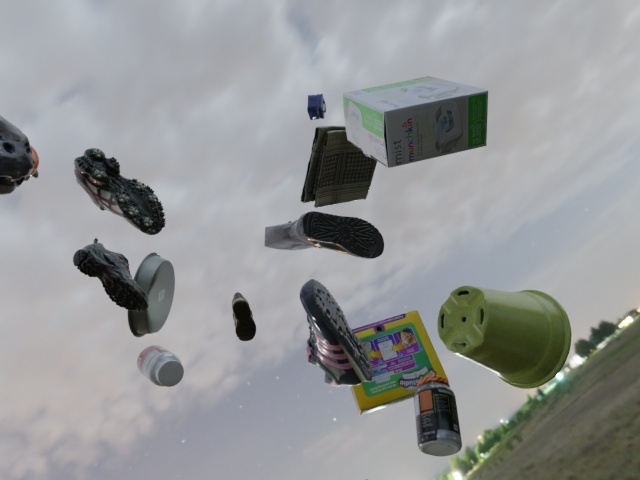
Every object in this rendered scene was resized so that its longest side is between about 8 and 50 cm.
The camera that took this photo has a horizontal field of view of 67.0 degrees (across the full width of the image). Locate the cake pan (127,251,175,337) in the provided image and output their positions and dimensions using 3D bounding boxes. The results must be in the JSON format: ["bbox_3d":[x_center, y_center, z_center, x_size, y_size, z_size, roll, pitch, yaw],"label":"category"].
[{"bbox_3d":[-0.568,0.187,1.652,0.054,0.293,0.293,8,-37,3],"label":"cake pan"}]

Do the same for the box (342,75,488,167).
[{"bbox_3d":[0.200,-0.271,1.082,0.231,0.262,0.126,-13,-62,-10],"label":"box"}]

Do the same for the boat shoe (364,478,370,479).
[{"bbox_3d":[0.308,0.900,1.689,0.325,0.096,0.116,4,-25,1],"label":"boat shoe"}]

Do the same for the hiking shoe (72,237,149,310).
[{"bbox_3d":[-0.528,0.086,1.277,0.086,0.227,0.114,-34,17,25],"label":"hiking shoe"}]

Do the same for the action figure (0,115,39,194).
[{"bbox_3d":[-0.651,-0.104,0.903,0.330,0.179,0.341,-77,6,-72],"label":"action figure"}]

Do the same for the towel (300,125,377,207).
[{"bbox_3d":[0.089,-0.276,1.816,0.324,0.056,0.312,-9,-53,-34],"label":"towel"}]

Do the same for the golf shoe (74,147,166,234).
[{"bbox_3d":[-0.511,-0.110,1.238,0.120,0.273,0.105,-41,5,45],"label":"golf shoe"}]

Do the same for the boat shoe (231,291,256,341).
[{"bbox_3d":[-0.288,0.285,1.811,0.080,0.073,0.223,-9,-50,-6],"label":"boat shoe"}]

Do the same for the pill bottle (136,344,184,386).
[{"bbox_3d":[-0.572,0.454,1.738,0.121,0.216,0.121,-1,-89,-36],"label":"pill bottle"}]

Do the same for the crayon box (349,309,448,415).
[{"bbox_3d":[0.275,0.482,1.934,0.363,0.313,0.106,-15,-28,-8],"label":"crayon box"}]

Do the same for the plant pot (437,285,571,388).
[{"bbox_3d":[0.466,0.237,1.297,0.254,0.276,0.276,18,-58,-25],"label":"plant pot"}]

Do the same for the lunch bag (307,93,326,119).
[{"bbox_3d":[-0.011,-0.502,1.822,0.065,0.098,0.067,-5,-27,11],"label":"lunch bag"}]

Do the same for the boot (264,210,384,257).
[{"bbox_3d":[-0.002,-0.001,1.992,0.367,0.146,0.445,20,-17,-22],"label":"boot"}]

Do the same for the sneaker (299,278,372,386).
[{"bbox_3d":[0.006,0.231,1.117,0.131,0.112,0.318,-20,-62,18],"label":"sneaker"}]

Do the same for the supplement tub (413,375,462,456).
[{"bbox_3d":[0.319,0.480,1.331,0.117,0.190,0.117,3,-44,3],"label":"supplement tub"}]
